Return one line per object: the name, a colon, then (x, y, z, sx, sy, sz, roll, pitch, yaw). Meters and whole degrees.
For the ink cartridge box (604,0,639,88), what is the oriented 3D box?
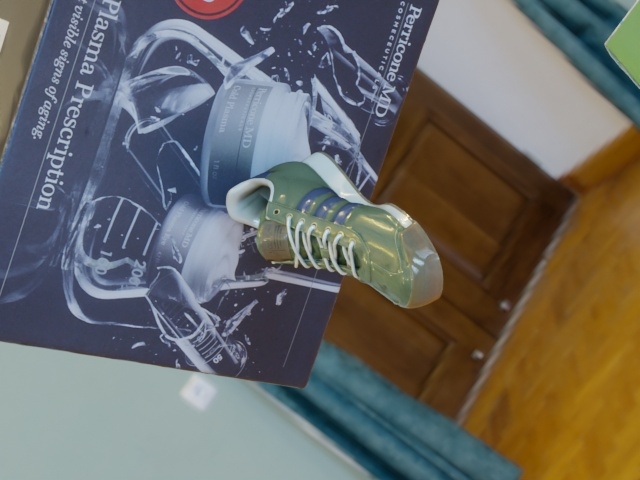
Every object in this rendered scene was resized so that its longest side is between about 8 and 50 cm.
ink cartridge box: (0.346, -0.224, 1.114, 0.109, 0.062, 0.209, -16, -27, -35)

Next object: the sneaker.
sneaker: (0.000, 0.000, 0.890, 0.086, 0.064, 0.192, -16, 31, -21)

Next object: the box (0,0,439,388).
box: (-0.122, -0.090, 1.009, 0.179, 0.313, 0.343, 27, 101, 51)
